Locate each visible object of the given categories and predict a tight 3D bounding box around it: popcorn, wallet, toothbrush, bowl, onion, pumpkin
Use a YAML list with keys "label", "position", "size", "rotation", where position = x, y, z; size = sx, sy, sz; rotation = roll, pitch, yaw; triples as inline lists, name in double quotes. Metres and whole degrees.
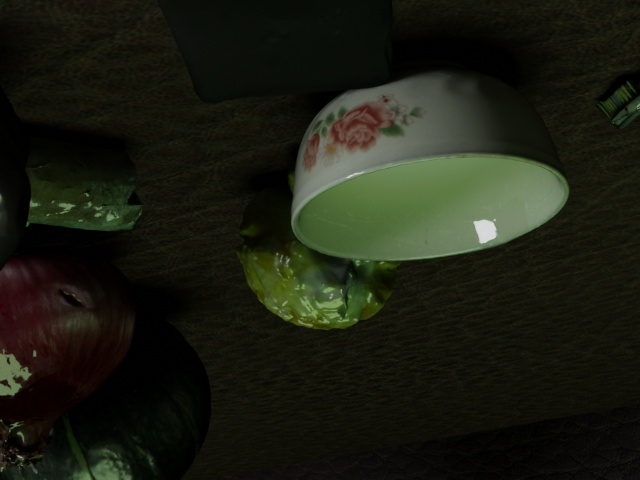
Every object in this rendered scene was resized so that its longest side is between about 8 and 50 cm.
- label: "popcorn"
  position: [0.000, 0.000, 1.529]
  size: [0.197, 0.198, 0.213]
  rotation: [-1, 126, -16]
- label: "wallet"
  position: [-0.041, -0.212, 1.093]
  size: [0.197, 0.051, 0.377]
  rotation: [-6, 160, 5]
- label: "toothbrush"
  position: [0.355, -0.205, 1.257]
  size: [0.035, 0.042, 0.413]
  rotation: [-39, 172, -24]
- label: "bowl"
  position: [0.100, -0.088, 1.342]
  size: [0.277, 0.145, 0.277]
  rotation: [-7, 161, -2]
- label: "onion"
  position: [-0.388, 0.146, 1.643]
  size: [0.347, 0.286, 0.347]
  rotation: [-10, 171, -2]
- label: "pumpkin"
  position: [-0.314, 0.239, 1.884]
  size: [0.323, 0.323, 0.241]
  rotation: [-11, 128, 13]

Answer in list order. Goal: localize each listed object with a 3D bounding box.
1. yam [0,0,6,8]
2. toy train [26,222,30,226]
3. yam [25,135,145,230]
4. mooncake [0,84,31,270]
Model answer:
- label: "yam"
  position: [-0.256, -0.195, 0.832]
  size: [0.168, 0.168, 0.304]
  rotation: [4, 170, -27]
- label: "toy train"
  position: [-0.412, -0.021, 1.485]
  size: [0.175, 0.074, 0.118]
  rotation: [-2, 170, -27]
- label: "yam"
  position: [-0.302, -0.064, 1.361]
  size: [0.259, 0.093, 0.093]
  rotation: [7, 156, -34]
- label: "mooncake"
  position: [-0.388, -0.062, 1.169]
  size: [0.283, 0.141, 0.283]
  rotation: [1, 136, 1]
